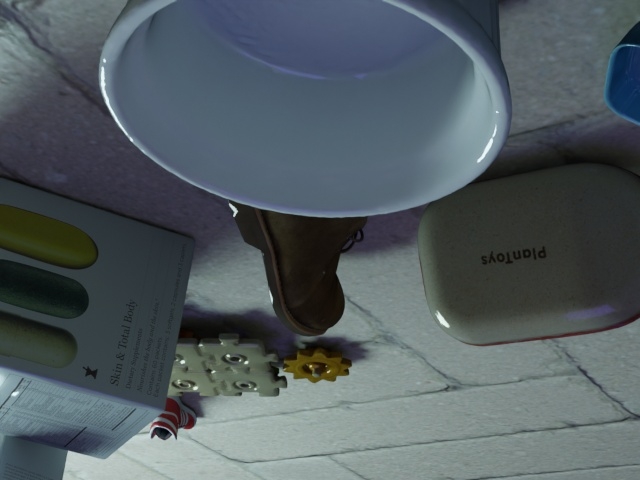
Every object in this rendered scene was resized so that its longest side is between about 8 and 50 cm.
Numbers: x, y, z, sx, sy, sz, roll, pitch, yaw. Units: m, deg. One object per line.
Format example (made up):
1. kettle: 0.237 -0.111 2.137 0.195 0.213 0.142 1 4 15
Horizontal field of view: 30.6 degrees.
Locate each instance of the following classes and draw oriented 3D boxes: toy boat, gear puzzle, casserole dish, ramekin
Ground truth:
1. toy boat: 0.213 0.012 1.076 0.231 0.151 0.151 -10 177 29
2. gear puzzle: -0.129 0.144 1.466 0.339 0.044 0.175 0 149 7
3. casserole dish: 0.267 -0.114 0.848 0.114 0.037 0.188 23 173 15
4. ramekin: -0.005 -0.141 0.817 0.277 0.135 0.277 5 151 3

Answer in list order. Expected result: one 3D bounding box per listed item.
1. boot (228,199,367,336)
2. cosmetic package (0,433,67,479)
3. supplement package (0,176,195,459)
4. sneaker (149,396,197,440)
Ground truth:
1. boot: 0.000 0.000 1.114 0.115 0.112 0.305 -9 147 7
2. cosmetic package: -0.443 0.227 1.427 0.377 0.284 0.097 -19 140 38
3. supplement package: -0.299 0.081 1.217 0.263 0.199 0.198 19 149 -20
4. sneaker: -0.210 0.263 1.663 0.042 0.067 0.118 -1 150 15
